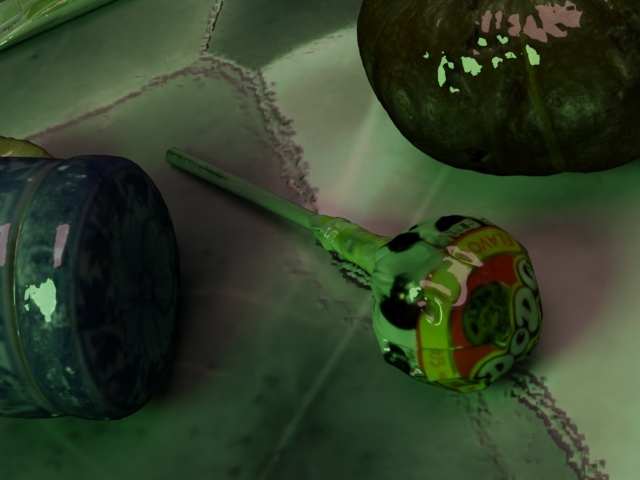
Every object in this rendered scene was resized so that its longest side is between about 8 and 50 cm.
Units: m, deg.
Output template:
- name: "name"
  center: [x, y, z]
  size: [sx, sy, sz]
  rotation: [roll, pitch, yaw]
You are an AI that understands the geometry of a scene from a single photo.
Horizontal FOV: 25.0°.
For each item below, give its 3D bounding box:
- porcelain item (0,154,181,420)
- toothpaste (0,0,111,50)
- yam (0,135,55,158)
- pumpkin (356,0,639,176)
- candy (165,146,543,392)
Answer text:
- name: "porcelain item"
  center: [-0.147, 0.025, 0.802]
  size: [0.114, 0.147, 0.147]
  rotation: [-1, 54, 20]
- name: "toothpaste"
  center: [-0.164, -0.185, 1.048]
  size: [0.197, 0.029, 0.048]
  rotation: [-22, 49, 7]
- name: "yam"
  center: [-0.304, 0.071, 0.875]
  size: [0.083, 0.083, 0.371]
  rotation: [30, 69, 35]
- name: "pumpkin"
  center: [0.126, -0.135, 0.818]
  size: [0.218, 0.162, 0.219]
  rotation: [-8, 50, 10]
- name: "candy"
  center: [0.000, 0.000, 0.830]
  size: [0.305, 0.083, 0.091]
  rotation: [25, 82, 43]
